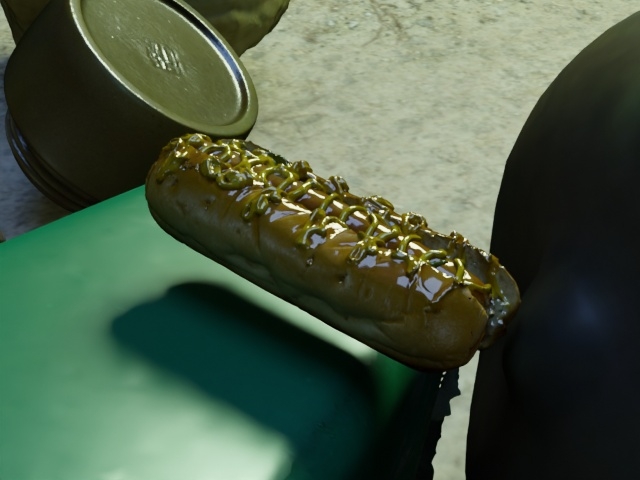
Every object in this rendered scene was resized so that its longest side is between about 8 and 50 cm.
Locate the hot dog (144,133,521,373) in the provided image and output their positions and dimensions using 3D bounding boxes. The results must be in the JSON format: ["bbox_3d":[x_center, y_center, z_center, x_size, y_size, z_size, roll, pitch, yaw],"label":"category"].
[{"bbox_3d":[0.000,0.000,0.459,0.165,0.045,0.071,28,27,26],"label":"hot dog"}]

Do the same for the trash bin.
[{"bbox_3d":[-0.080,0.131,0.465,0.295,0.259,0.381,21,31,19],"label":"trash bin"}]

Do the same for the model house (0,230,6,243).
[{"bbox_3d":[-0.289,0.072,0.601,0.234,0.193,0.174,19,35,29],"label":"model house"}]

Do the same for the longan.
[{"bbox_3d":[0.223,0.054,0.510,0.360,0.361,0.361,2,31,-1],"label":"longan"}]

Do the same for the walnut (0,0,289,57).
[{"bbox_3d":[-0.167,-0.255,1.094,0.253,0.282,0.277,42,12,-14],"label":"walnut"}]

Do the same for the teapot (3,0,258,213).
[{"bbox_3d":[-0.164,-0.085,0.911,0.185,0.175,0.268,13,43,-41],"label":"teapot"}]
